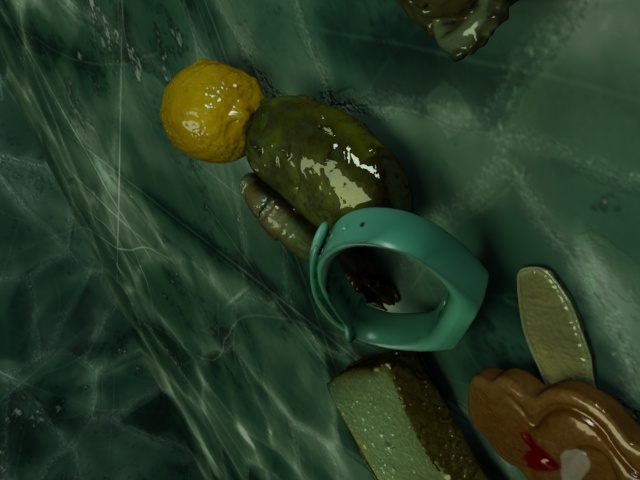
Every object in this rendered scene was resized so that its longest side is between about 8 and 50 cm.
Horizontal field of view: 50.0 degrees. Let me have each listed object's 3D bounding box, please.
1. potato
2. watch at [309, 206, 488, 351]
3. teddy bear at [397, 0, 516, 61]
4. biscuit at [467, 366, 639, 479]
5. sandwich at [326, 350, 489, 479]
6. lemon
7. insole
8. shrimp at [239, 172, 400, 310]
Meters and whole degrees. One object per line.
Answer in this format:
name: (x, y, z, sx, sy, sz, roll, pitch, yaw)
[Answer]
potato: (0.011, -0.085, 0.820, 0.251, 0.113, 0.149, 31, 135, 24)
watch: (0.081, 0.057, 0.781, 0.195, 0.068, 0.237, 17, 149, 6)
teddy bear: (0.097, -0.266, 0.472, 0.256, 0.156, 0.267, 99, 174, -48)
biscuit: (0.291, 0.244, 0.708, 0.334, 0.047, 0.201, 30, 139, 39)
sandwich: (0.128, 0.279, 0.979, 0.251, 0.087, 0.226, 62, 150, 4)
lemon: (-0.153, -0.181, 0.964, 0.187, 0.142, 0.142, 29, 138, 49)
insole: (0.258, 0.138, 0.720, 0.081, 0.011, 0.247, -5, 111, 59)
shrimp: (0.001, 0.000, 0.927, 0.267, 0.061, 0.145, 36, -169, 3)
